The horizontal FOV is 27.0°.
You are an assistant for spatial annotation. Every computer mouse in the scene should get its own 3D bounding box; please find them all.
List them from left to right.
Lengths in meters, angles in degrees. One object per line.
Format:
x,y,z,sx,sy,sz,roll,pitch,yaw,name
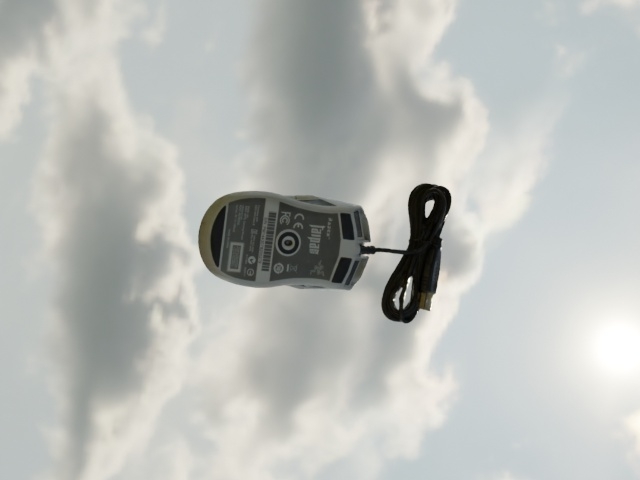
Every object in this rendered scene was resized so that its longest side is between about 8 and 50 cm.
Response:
0.000,0.000,0.963,0.042,0.192,0.106,-161,-101,-67,computer mouse
